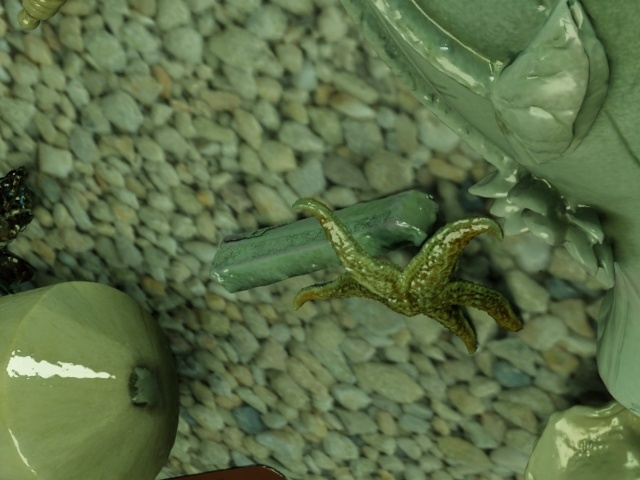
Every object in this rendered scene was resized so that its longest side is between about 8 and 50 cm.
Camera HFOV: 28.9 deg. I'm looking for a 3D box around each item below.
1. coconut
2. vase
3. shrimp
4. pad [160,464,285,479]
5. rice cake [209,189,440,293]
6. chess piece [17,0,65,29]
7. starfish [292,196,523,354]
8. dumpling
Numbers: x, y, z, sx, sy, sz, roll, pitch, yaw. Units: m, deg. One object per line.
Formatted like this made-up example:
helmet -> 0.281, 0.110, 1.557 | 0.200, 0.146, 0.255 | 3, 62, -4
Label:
coconut -> -0.224, 0.138, 1.114 | 0.222, 0.202, 0.202 | -8, 123, 40
vase -> 0.162, -0.106, 0.644 | 0.250, 0.250, 0.445 | -8, 126, 36
shrimp -> -0.296, -0.009, 1.110 | 0.076, 0.082, 0.174 | 25, 144, 3
pad -> -0.094, 0.315, 1.334 | 0.267, 0.004, 0.181 | -19, 116, 41
rice cake -> 0.000, 0.000, 0.963 | 0.211, 0.043, 0.034 | -15, 131, 38
chess piece -> -0.204, -0.185, 0.929 | 0.035, 0.035, 0.092 | 43, 140, -9
starfish -> 0.059, 0.032, 0.916 | 0.223, 0.050, 0.217 | 37, 150, -30
dumpling -> 0.263, 0.191, 0.927 | 0.252, 0.131, 0.179 | -9, 99, 26
